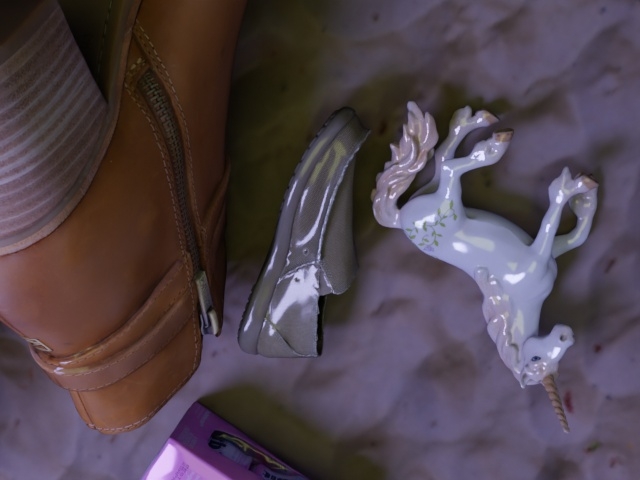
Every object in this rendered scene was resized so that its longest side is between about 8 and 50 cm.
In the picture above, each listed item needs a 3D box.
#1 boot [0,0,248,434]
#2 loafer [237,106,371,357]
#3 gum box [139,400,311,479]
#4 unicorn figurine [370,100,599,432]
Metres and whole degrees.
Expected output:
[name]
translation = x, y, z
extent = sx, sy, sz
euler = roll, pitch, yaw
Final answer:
[boot]
translation = -0.067, -0.062, 0.524
extent = 0.109, 0.283, 0.220
euler = 8, 137, 25
[loafer]
translation = 0.000, 0.000, 0.571
extent = 0.050, 0.056, 0.148
euler = 21, 112, 1
[gum box]
translation = -0.078, 0.194, 0.609
extent = 0.107, 0.062, 0.188
euler = 34, 103, -1
[unicorn figurine]
translation = 0.097, 0.004, 0.562
extent = 0.162, 0.060, 0.111
euler = 35, 103, 16
